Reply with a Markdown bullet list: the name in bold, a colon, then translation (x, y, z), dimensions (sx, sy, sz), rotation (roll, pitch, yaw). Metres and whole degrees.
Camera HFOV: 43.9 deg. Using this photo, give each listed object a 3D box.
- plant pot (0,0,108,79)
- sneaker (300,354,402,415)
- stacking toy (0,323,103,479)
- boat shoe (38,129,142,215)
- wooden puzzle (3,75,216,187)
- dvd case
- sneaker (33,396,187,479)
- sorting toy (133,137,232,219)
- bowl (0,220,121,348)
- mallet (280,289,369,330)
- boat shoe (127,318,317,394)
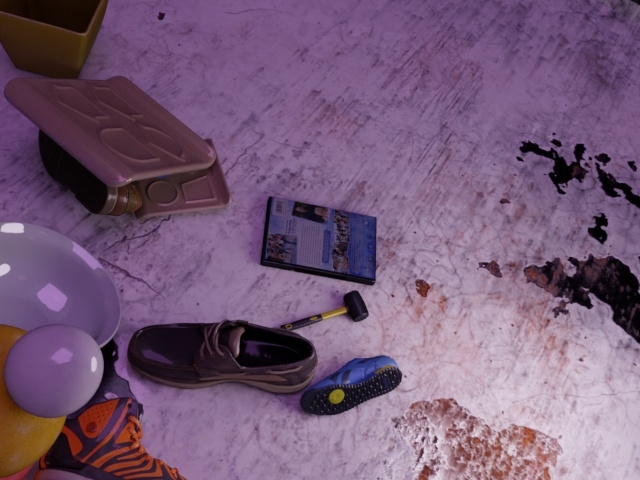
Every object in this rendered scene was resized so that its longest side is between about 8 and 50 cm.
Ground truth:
- **plant pot**: translation (-0.608, -0.488, 1.802), dimensions (0.212, 0.187, 0.212), rotation (15, 52, -7)
- **sneaker**: translation (0.052, 0.275, 1.533), dimensions (0.209, 0.069, 0.082), rotation (-17, 28, -17)
- **stacking toy**: translation (-0.471, 0.219, 1.094), dimensions (0.350, 0.479, 0.351), rotation (35, 40, -36)
- **boat shoe**: translation (-0.485, -0.152, 1.658), dimensions (0.104, 0.111, 0.307), rotation (3, 39, -52)
- **wooden puzzle**: translation (-0.428, -0.220, 1.639), dimensions (0.322, 0.080, 0.348), rotation (39, 26, 11)
- **dvd case**: translation (0.000, 0.000, 1.736), dimensions (0.253, 0.022, 0.180), rotation (11, 53, -10)
- **sneaker**: translation (-0.293, 0.360, 1.315), dimensions (0.321, 0.125, 0.180), rotation (17, 53, -5)
- **sorting toy**: translation (-0.317, -0.134, 1.732), dimensions (0.208, 0.038, 0.193), rotation (-11, 58, -19)
- **bowl**: translation (-0.512, 0.117, 1.388), dimensions (0.297, 0.134, 0.298), rotation (33, 27, -20)
- **mallet**: translation (0.012, 0.162, 1.616), dimensions (0.189, 0.039, 0.062), rotation (-23, 66, -24)
- **boat shoe**: translation (-0.174, 0.195, 1.469), dimensions (0.355, 0.130, 0.132), rotation (6, 53, -13)
